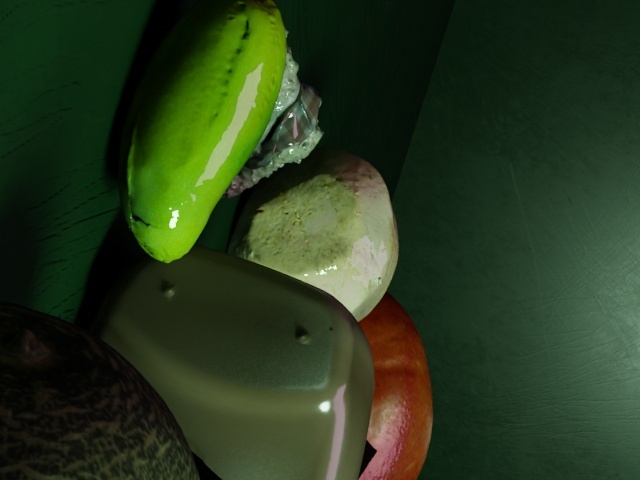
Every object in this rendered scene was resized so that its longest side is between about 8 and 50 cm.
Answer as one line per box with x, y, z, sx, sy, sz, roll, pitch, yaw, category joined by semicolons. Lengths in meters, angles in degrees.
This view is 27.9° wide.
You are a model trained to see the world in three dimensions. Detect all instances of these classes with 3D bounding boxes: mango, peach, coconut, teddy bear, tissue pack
-0.100;-0.096;1.049;0.125;0.111;0.233;4;106;-77;mango
0.001;0.216;1.760;0.290;0.373;0.372;-31;-149;55;peach
0.000;0.000;1.598;0.237;0.197;0.237;13;90;-77;coconut
-0.050;-0.130;1.289;0.213;0.111;0.133;101;8;-48;teddy bear
-0.111;0.221;1.126;0.277;0.267;0.387;80;28;-65;tissue pack

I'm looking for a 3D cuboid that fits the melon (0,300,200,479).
-0.188;0.184;0.648;0.329;0.248;0.248;-67;174;24;melon

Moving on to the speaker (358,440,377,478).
-0.090;0.278;1.472;0.232;0.184;0.254;-45;175;11;speaker

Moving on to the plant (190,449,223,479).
-0.154;0.190;0.846;0.164;0.256;0.142;-9;114;-54;plant
